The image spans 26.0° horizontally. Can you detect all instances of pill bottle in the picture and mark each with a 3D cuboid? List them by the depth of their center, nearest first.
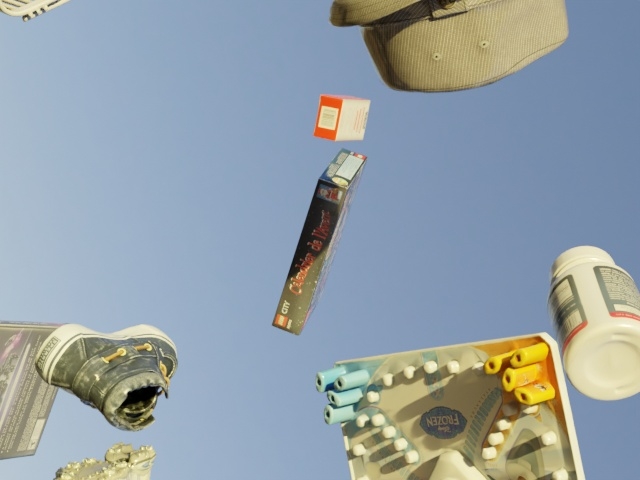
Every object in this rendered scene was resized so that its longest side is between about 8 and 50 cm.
[{"bbox_3d":[0.314,0.087,1.571,0.180,0.108,0.108,-93,-175,-58],"label":"pill bottle"}]

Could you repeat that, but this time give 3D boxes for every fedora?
[{"bbox_3d":[0.150,-0.225,1.386,0.244,0.275,0.124,-104,175,-75],"label":"fedora"}]

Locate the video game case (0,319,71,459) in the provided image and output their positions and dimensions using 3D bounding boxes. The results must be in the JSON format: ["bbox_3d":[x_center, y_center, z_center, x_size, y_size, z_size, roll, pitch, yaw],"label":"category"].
[{"bbox_3d":[-0.423,0.202,1.849,0.026,0.274,0.196,20,-89,18],"label":"video game case"}]

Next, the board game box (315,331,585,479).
[{"bbox_3d":[0.155,0.321,1.633,0.390,0.050,0.390,-14,-94,51],"label":"board game box"}]

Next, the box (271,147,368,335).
[{"bbox_3d":[0.000,0.000,1.966,0.159,0.044,0.233,-59,168,-67],"label":"box"}]

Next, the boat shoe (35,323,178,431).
[{"bbox_3d":[-0.147,0.114,1.100,0.083,0.183,0.065,34,-82,21],"label":"boat shoe"}]

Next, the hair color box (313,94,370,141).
[{"bbox_3d":[0.036,-0.203,2.293,0.043,0.141,0.072,14,-81,19],"label":"hair color box"}]

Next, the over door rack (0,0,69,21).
[{"bbox_3d":[-0.264,-0.327,1.467,0.239,0.324,0.108,23,-56,42],"label":"over door rack"}]

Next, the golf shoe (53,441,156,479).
[{"bbox_3d":[-0.237,0.282,1.546,0.069,0.176,0.086,6,-86,23],"label":"golf shoe"}]
